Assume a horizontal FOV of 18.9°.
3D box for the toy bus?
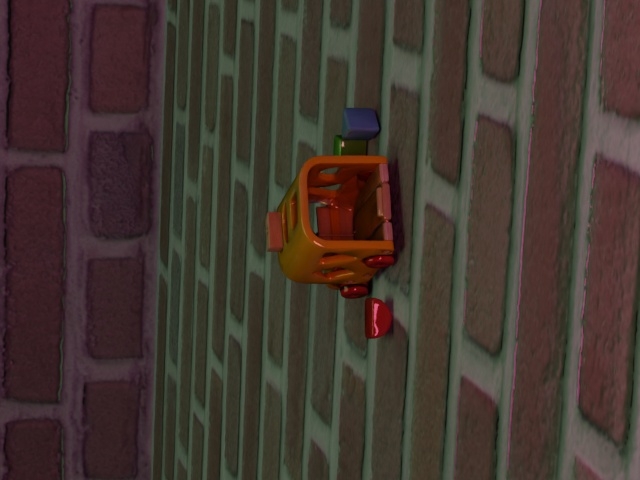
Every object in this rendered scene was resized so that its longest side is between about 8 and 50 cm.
[{"bbox_3d":[0.002,-0.009,1.796,0.191,0.104,0.202,-114,28,-61],"label":"toy bus"}]
